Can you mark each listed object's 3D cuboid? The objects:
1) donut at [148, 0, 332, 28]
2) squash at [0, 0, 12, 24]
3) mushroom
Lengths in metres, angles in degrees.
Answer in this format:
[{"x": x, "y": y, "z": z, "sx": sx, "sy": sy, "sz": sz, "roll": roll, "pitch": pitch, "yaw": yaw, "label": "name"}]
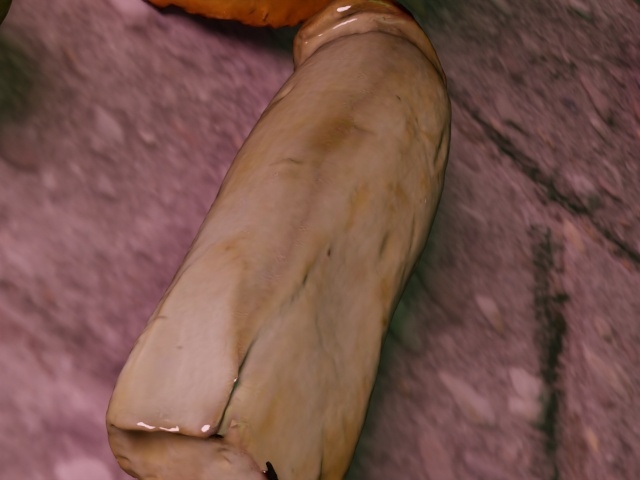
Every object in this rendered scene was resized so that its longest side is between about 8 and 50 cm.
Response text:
[{"x": -0.034, "y": -0.225, "z": 0.749, "sx": 0.254, "sy": 0.118, "sz": 0.253, "roll": 6, "pitch": 79, "yaw": -34, "label": "donut"}, {"x": -0.167, "y": -0.100, "z": 0.495, "sx": 0.187, "sy": 0.123, "sz": 0.123, "roll": 2, "pitch": 58, "yaw": -57, "label": "squash"}, {"x": 0.000, "y": 0.000, "z": 0.651, "sx": 0.100, "sy": 0.081, "sz": 0.312, "roll": 62, "pitch": 27, "yaw": -25, "label": "mushroom"}]
